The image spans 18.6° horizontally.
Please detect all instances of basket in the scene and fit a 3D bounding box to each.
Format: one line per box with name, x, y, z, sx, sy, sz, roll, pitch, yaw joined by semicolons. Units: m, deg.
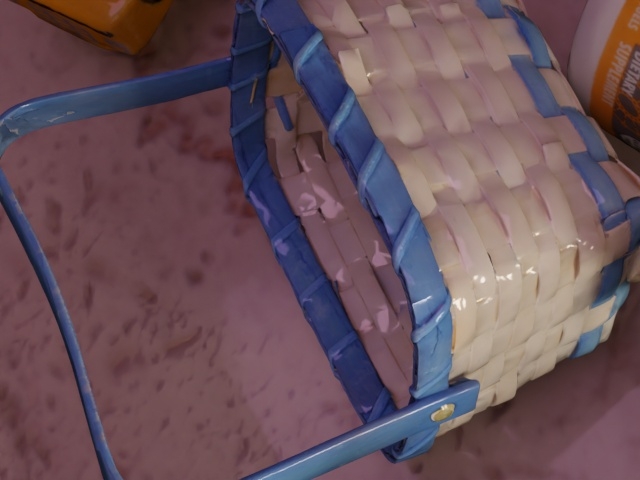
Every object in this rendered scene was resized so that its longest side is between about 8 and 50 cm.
basket;0.000;0.000;0.985;0.289;0.201;0.255;-14;58;-16

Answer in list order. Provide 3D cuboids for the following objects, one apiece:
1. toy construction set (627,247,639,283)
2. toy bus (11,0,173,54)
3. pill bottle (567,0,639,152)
toy construction set;0.231;0.153;0.934;0.215;0.151;0.328;2;91;17
toy bus;-0.063;-0.262;1.133;0.108;0.130;0.333;26;83;19
pill bottle;0.276;-0.067;0.975;0.278;0.162;0.162;33;85;21
